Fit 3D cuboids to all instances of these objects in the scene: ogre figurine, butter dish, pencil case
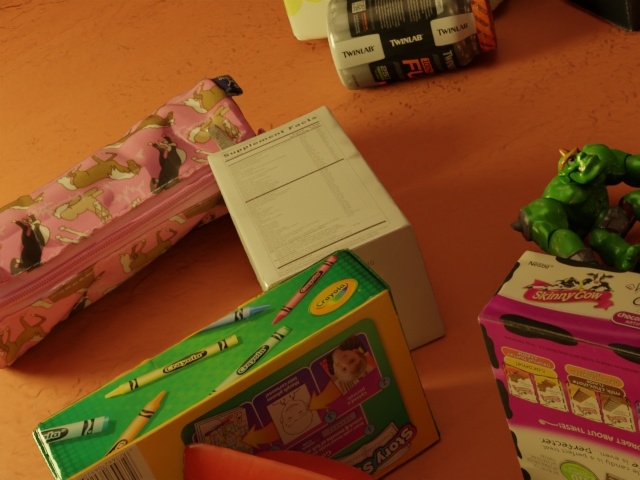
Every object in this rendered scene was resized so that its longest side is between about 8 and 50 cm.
[{"bbox_3d":[0.255,-0.025,1.049,0.118,0.097,0.197,30,72,27],"label":"ogre figurine"},{"bbox_3d":[-0.005,0.210,0.834,0.160,0.160,0.118,7,20,32],"label":"butter dish"},{"bbox_3d":[-0.225,-0.020,1.223,0.386,0.167,0.160,-33,67,-17],"label":"pencil case"}]

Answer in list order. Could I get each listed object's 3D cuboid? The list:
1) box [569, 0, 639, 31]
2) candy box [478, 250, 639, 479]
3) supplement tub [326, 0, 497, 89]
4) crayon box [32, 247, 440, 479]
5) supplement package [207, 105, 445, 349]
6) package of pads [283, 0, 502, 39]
[{"bbox_3d":[0.441,-0.584,1.363,0.471,0.480,0.297,-29,38,-11],"label":"box"},{"bbox_3d":[0.205,0.126,0.741,0.159,0.233,0.071,13,47,37],"label":"candy box"},{"bbox_3d":[0.110,-0.255,1.401,0.190,0.117,0.117,-11,36,14],"label":"supplement tub"},{"bbox_3d":[-0.056,0.149,0.901,0.278,0.165,0.081,-30,35,-14],"label":"crayon box"},{"bbox_3d":[0.000,0.000,1.099,0.139,0.134,0.244,-23,35,-4],"label":"supplement package"},{"bbox_3d":[0.081,-0.387,1.496,0.296,0.229,0.101,-5,34,19],"label":"package of pads"}]
